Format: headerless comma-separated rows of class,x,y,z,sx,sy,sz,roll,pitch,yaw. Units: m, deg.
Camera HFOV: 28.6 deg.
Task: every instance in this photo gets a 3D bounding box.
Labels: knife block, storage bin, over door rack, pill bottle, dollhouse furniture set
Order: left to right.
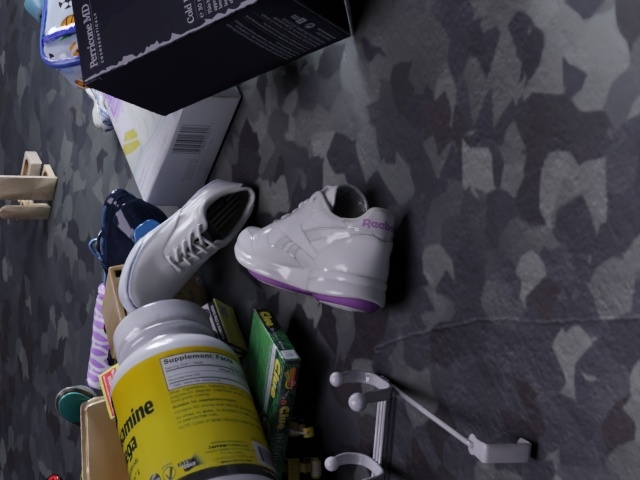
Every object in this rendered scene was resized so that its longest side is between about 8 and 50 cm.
dollhouse furniture set,-0.653,-0.115,2.670,0.151,0.123,0.144,54,135,44
knife block,-0.306,0.131,1.980,0.242,0.276,0.088,-25,71,26
storage bin,-0.293,0.381,2.071,0.262,0.123,0.260,-8,84,60
pill bottle,-0.179,0.251,1.697,0.188,0.188,0.334,-62,38,40
over door rack,0.094,0.297,1.425,0.324,0.108,0.239,18,107,58

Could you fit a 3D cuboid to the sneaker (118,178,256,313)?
sneaker,-0.190,0.001,1.799,0.091,0.094,0.258,-9,39,55

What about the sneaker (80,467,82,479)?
sneaker,-0.391,0.524,2.263,0.121,0.111,0.300,-25,68,62

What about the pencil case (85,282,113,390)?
pencil case,-0.363,0.171,2.232,0.086,0.088,0.206,15,109,12

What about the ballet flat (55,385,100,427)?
ballet flat,-0.417,0.299,2.240,0.213,0.072,0.068,59,-174,-51

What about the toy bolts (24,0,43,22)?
toy bolts,-0.385,-0.411,2.128,0.218,0.228,0.158,-40,65,39

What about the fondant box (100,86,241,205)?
fondant box,-0.255,-0.250,2.017,0.238,0.096,0.330,-63,39,38

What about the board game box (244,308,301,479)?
board game box,-0.078,0.239,1.739,0.136,0.030,0.259,-123,37,-56

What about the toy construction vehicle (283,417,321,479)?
toy construction vehicle,-0.036,0.288,1.715,0.098,0.035,0.085,1,91,60

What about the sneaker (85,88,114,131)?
sneaker,-0.395,-0.272,2.309,0.058,0.052,0.135,-32,70,45

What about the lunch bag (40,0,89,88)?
lunch bag,-0.272,-0.355,1.876,0.303,0.115,0.243,-12,60,22

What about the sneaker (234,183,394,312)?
sneaker,0.000,0.000,1.603,0.305,0.114,0.152,14,89,55

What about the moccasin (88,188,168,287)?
moccasin,-0.291,0.002,1.997,0.117,0.138,0.342,50,156,8

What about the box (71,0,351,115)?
box,-0.161,-0.387,1.648,0.313,0.179,0.343,-18,72,26

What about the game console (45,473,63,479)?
game console,-0.441,0.628,2.282,0.386,0.060,0.342,106,156,-66

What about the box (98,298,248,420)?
box,-0.224,0.186,1.898,0.232,0.058,0.087,-33,56,17
